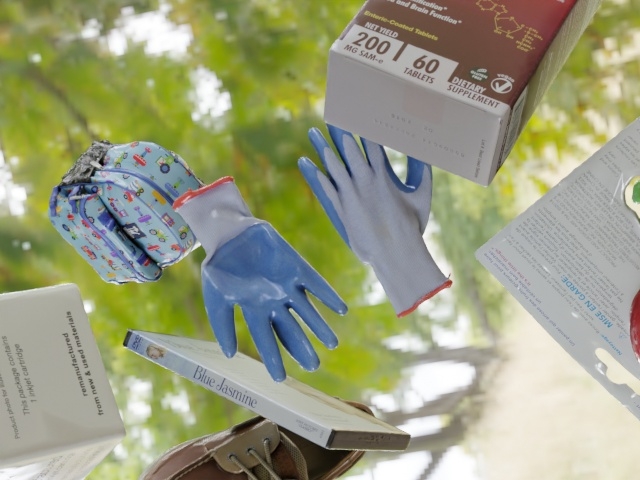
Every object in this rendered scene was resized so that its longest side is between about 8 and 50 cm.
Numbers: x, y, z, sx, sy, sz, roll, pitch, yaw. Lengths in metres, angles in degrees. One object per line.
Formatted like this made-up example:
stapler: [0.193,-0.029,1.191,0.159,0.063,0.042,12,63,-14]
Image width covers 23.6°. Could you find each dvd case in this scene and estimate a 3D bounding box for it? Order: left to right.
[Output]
dvd case: [-0.051,0.149,1.522,0.180,0.253,0.022,16,-84,-62]

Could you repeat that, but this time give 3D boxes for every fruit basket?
fruit basket: [0.349,0.032,1.270,0.327,0.353,0.165,44,-132,-1]

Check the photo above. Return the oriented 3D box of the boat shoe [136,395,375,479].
boat shoe: [-0.068,0.238,1.595,0.324,0.116,0.123,-28,-92,-43]

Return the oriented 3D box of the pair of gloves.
pair of gloves: [0.000,0.000,1.091,0.159,0.198,0.023,61,176,7]

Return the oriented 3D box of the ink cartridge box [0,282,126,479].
ink cartridge box: [-0.291,0.134,0.965,0.197,0.272,0.114,-45,60,50]

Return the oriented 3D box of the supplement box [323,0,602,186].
supplement box: [0.113,-0.158,1.083,0.239,0.130,0.073,-56,-18,-37]

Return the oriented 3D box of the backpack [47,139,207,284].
backpack: [-0.197,-0.032,1.692,0.158,0.173,0.117,52,-121,-25]
